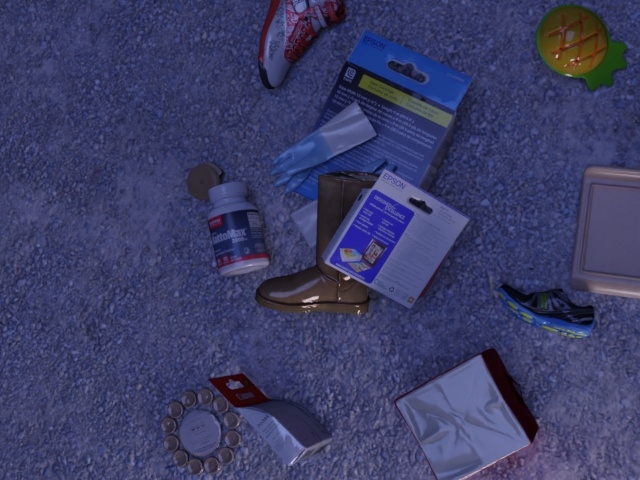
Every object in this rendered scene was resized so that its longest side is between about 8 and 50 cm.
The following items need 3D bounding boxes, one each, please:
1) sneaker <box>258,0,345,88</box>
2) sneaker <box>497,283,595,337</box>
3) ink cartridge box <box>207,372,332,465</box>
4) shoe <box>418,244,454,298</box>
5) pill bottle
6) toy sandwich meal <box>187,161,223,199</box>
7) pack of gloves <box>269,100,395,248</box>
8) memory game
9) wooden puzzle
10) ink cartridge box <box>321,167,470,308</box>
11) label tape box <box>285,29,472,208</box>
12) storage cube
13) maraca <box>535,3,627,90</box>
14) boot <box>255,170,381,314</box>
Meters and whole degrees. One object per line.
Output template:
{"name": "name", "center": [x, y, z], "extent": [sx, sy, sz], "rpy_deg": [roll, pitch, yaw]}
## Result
{"name": "sneaker", "center": [-0.034, -0.440, 1.906], "extent": [0.144, 0.090, 0.270], "rpy_deg": [11, 87, 20]}
{"name": "sneaker", "center": [0.427, 0.123, 1.748], "extent": [0.188, 0.067, 0.078], "rpy_deg": [19, 71, 19]}
{"name": "ink cartridge box", "center": [-0.094, 0.333, 1.821], "extent": [0.066, 0.189, 0.232], "rpy_deg": [-44, 75, 9]}
{"name": "shoe", "center": [0.211, 0.031, 1.803], "extent": [0.063, 0.081, 0.178], "rpy_deg": [24, 94, 16]}
{"name": "pill bottle", "center": [-0.176, -0.024, 1.914], "extent": [0.107, 0.108, 0.180], "rpy_deg": [-16, 82, 16]}
{"name": "toy sandwich meal", "center": [-0.247, -0.128, 1.985], "extent": [0.085, 0.029, 0.086], "rpy_deg": [0, 91, 18]}
{"name": "pack of gloves", "center": [0.019, -0.126, 1.776], "extent": [0.232, 0.046, 0.195], "rpy_deg": [-34, 79, 15]}
{"name": "memory game", "center": [-0.253, 0.405, 1.958], "extent": [0.186, 0.012, 0.186], "rpy_deg": [-1, 86, 16]}
{"name": "wooden puzzle", "center": [0.589, -0.012, 1.714], "extent": [0.220, 0.044, 0.239], "rpy_deg": [7, 93, 17]}
{"name": "ink cartridge box", "center": [0.139, -0.005, 1.702], "extent": [0.206, 0.045, 0.208], "rpy_deg": [29, 100, -22]}
{"name": "label tape box", "center": [0.122, -0.203, 1.831], "extent": [0.249, 0.115, 0.348], "rpy_deg": [28, 94, 17]}
{"name": "storage cube", "center": [0.272, 0.325, 1.708], "extent": [0.215, 0.193, 0.184], "rpy_deg": [-31, 78, 12]}
{"name": "maraca", "center": [0.491, -0.363, 1.739], "extent": [0.185, 0.099, 0.127], "rpy_deg": [34, 103, -10]}
{"name": "boot", "center": [0.000, 0.000, 1.753], "extent": [0.236, 0.089, 0.270], "rpy_deg": [2, 112, -8]}
